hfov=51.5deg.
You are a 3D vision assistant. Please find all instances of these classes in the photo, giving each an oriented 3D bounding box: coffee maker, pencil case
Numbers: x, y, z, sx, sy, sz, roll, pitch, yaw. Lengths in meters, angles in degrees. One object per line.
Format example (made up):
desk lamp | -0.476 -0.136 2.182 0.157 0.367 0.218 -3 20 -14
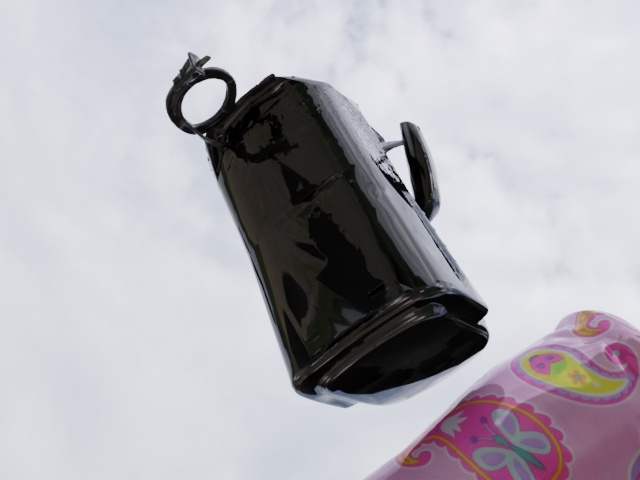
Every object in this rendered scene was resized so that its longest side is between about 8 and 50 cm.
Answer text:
coffee maker | 0.000 0.000 0.393 0.120 0.171 0.178 -56 -135 34
pencil case | 0.090 0.160 0.392 0.284 0.124 0.124 -34 -84 -13
